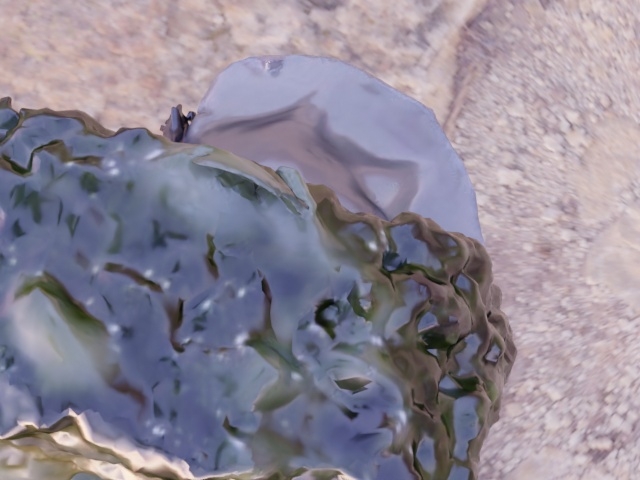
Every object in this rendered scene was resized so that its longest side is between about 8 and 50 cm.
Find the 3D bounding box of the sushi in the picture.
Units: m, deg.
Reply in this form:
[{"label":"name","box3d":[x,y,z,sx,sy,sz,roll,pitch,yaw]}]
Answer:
[{"label":"sushi","box3d":[-0.078,0.062,0.642,0.352,0.294,0.178,17,71,-4]}]

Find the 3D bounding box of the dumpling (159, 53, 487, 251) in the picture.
[{"label":"dumpling","box3d":[-0.015,-0.001,0.874,0.205,0.163,0.292,-13,75,39]}]
